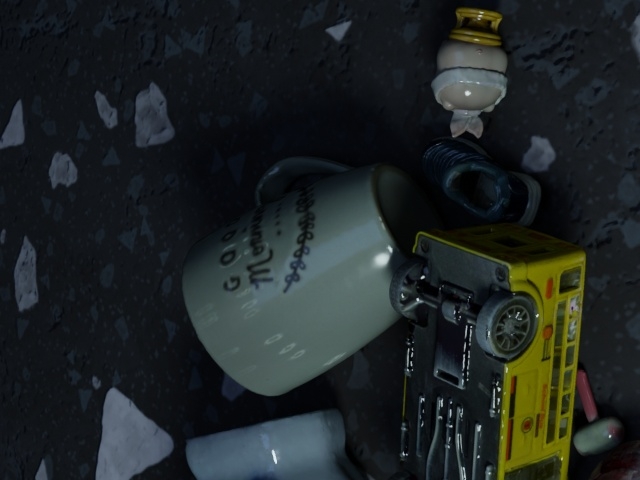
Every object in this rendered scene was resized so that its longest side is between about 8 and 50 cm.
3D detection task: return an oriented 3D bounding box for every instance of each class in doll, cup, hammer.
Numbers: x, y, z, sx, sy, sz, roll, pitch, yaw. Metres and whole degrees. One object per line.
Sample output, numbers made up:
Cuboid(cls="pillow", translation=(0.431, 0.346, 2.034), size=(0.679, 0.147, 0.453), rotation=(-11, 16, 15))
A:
Cuboid(cls="doll", translation=(0.144, -0.164, 1.437), size=(0.084, 0.073, 0.127), rotation=(-156, 74, -71))
Cuboid(cls="cup", translation=(0.000, 0.000, 1.512), size=(0.234, 0.186, 0.258), rotation=(-32, 45, 28))
Cuboid(cls="hammer", translation=(0.257, 0.162, 1.385), size=(0.052, 0.031, 0.083), rotation=(-29, 69, 36))

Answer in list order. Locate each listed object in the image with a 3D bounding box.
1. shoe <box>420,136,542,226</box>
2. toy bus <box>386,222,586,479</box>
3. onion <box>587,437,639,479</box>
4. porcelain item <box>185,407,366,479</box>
Cuboid(cls="shoe", translation=(0.149, -0.057, 1.432), size=(0.143, 0.071, 0.064), rotation=(34, 113, 38))
Cuboid(cls="toy bus", translation=(0.157, 0.156, 1.367), size=(0.144, 0.152, 0.330), rotation=(22, 116, 49))
Cuboid(cls="onion", translation=(0.277, 0.282, 1.331), size=(0.151, 0.098, 0.206), rotation=(28, 110, 36))
Cuboid(cls="porcelain item", translation=(-0.022, 0.390, 1.532), size=(0.242, 0.178, 0.405), rotation=(-18, 82, 38))
